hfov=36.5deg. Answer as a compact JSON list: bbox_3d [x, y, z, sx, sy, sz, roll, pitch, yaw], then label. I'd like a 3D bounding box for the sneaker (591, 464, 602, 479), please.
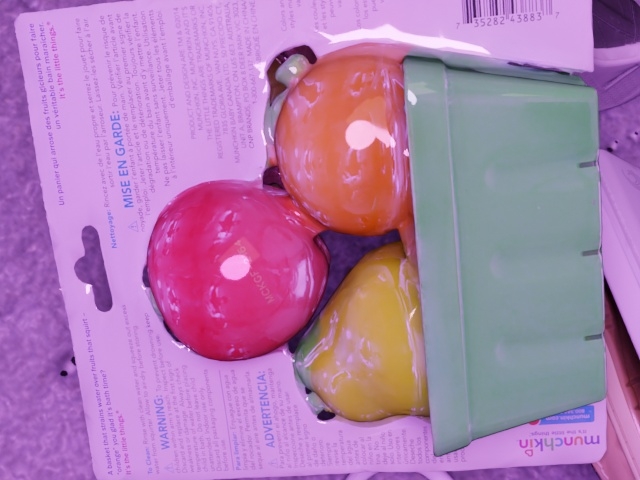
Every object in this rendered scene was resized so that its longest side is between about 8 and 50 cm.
[{"bbox_3d":[0.277,0.139,0.767,0.170,0.063,0.075,-41,86,-10],"label":"sneaker"}]

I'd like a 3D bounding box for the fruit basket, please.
[{"bbox_3d":[0.000,0.000,0.627,0.352,0.165,0.327,-3,105,14],"label":"fruit basket"}]

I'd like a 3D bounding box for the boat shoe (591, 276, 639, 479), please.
[{"bbox_3d":[0.197,0.083,0.734,0.121,0.110,0.341,11,50,-39],"label":"boat shoe"}]

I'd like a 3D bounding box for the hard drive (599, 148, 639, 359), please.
[{"bbox_3d":[0.293,0.086,0.689,0.203,0.040,0.308,21,42,-33],"label":"hard drive"}]

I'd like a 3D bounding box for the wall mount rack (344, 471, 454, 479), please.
[{"bbox_3d":[0.034,0.335,0.660,0.304,0.130,0.350,-26,73,21],"label":"wall mount rack"}]

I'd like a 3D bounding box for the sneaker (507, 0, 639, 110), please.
[{"bbox_3d":[0.166,-0.179,0.805,0.295,0.104,0.147,-12,64,-40],"label":"sneaker"}]

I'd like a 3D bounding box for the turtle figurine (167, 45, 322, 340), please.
[{"bbox_3d":[-0.028,-0.073,0.780,0.266,0.198,0.275,2,116,-28],"label":"turtle figurine"}]
